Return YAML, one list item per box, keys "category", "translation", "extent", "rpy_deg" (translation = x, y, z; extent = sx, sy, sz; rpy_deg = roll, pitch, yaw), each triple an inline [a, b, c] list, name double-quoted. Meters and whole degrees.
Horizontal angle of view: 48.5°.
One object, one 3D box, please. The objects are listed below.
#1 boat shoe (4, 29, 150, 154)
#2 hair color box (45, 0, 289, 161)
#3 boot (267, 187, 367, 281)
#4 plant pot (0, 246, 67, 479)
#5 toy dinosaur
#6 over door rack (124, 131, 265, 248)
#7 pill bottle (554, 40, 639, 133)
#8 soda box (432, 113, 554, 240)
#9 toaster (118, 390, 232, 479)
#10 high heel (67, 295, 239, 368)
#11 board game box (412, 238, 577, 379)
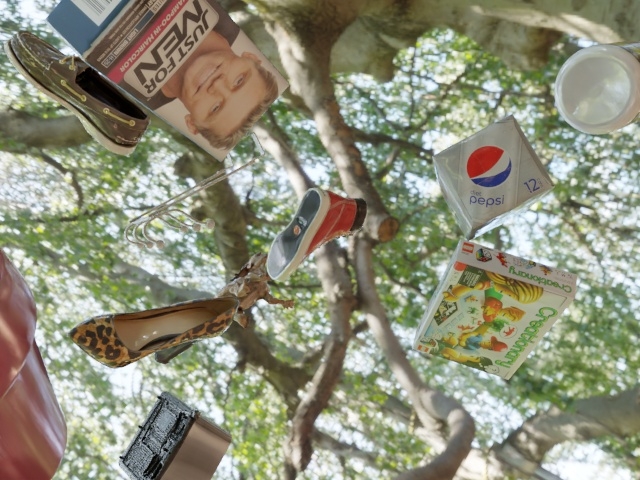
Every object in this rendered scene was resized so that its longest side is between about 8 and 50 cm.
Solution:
- category: "boat shoe"
  translation: [-0.484, -0.314, 1.430]
  extent: [0.097, 0.324, 0.116]
  rpy_deg: [-45, 6, 29]
- category: "hair color box"
  translation: [-0.196, -0.263, 1.015]
  extent: [0.174, 0.105, 0.347]
  rpy_deg: [-48, -26, 4]
- category: "boot"
  translation: [0.000, 0.000, 1.570]
  extent: [0.176, 0.088, 0.244]
  rpy_deg: [8, -54, -44]
- category: "plant pot"
  translation: [-0.280, 0.114, 0.506]
  extent: [0.201, 0.201, 0.180]
  rpy_deg: [-41, -42, -26]
- category: "toy dinosaur"
  translation: [-0.210, 0.138, 1.827]
  extent: [0.295, 0.200, 0.127]
  rpy_deg: [-25, -71, -42]
- category: "over door rack"
  translation: [-0.268, -0.091, 1.567]
  extent: [0.324, 0.239, 0.108]
  rpy_deg: [-44, -74, -20]
- category: "pill bottle"
  translation: [0.419, -0.219, 1.000]
  extent: [0.215, 0.117, 0.117]
  rpy_deg: [-22, -58, -50]
- category: "soda box"
  translation: [0.202, -0.064, 0.864]
  extent: [0.098, 0.091, 0.286]
  rpy_deg: [-28, -7, 9]
- category: "toaster"
  translation: [-0.268, 0.387, 1.315]
  extent: [0.110, 0.185, 0.168]
  rpy_deg: [38, -107, -29]
- category: "high heel"
  translation: [-0.256, 0.124, 1.128]
  extent: [0.186, 0.093, 0.261]
  rpy_deg: [-35, -25, 16]
- category: "board game box"
  translation: [0.289, 0.129, 1.233]
  extent: [0.305, 0.192, 0.053]
  rpy_deg: [102, -173, -54]
